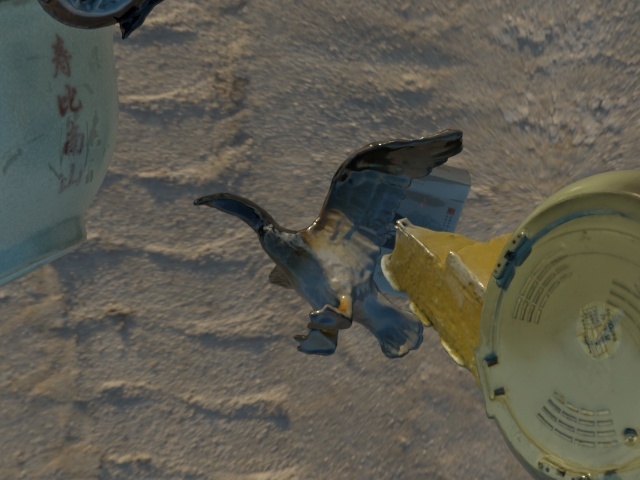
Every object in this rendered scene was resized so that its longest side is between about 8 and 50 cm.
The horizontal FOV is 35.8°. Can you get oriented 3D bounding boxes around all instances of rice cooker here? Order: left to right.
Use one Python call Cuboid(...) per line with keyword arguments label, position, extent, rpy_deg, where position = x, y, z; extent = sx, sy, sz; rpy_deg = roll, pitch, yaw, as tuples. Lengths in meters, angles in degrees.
Cuboid(label="rice cooker", position=(0.355, 0.107, 0.943), extent=(0.335, 0.325, 0.335), rpy_deg=(-12, 74, 51))

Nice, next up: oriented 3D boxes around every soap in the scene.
Cuboid(label="soap", position=(0.305, 0.053, 1.379), extent=(0.304, 0.338, 0.169), rpy_deg=(51, 143, 41))

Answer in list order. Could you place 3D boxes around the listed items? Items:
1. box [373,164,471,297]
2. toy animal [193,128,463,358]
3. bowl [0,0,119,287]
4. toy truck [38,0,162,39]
Cuboid(label="box", position=(0.144, -0.022, 1.654), extent=(0.149, 0.067, 0.233), rpy_deg=(13, 117, -8))
Cuboid(label="toy animal", position=(-0.002, 0.010, 0.806), extent=(0.272, 0.197, 0.160), rpy_deg=(-53, 38, 39))
Cuboid(label="bowl", position=(-0.346, -0.045, 0.935), extent=(0.434, 0.435, 0.196), rpy_deg=(-25, 94, 13))
Cuboid(label="toy truck", position=(-0.076, -0.244, 0.416), extent=(0.363, 0.178, 0.177), rpy_deg=(-35, 55, 8))
